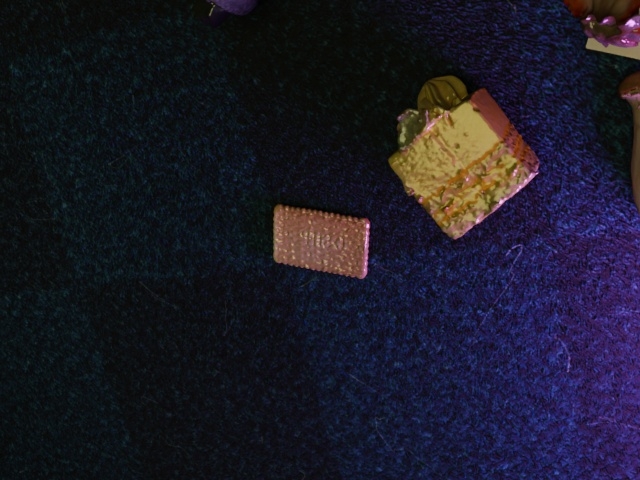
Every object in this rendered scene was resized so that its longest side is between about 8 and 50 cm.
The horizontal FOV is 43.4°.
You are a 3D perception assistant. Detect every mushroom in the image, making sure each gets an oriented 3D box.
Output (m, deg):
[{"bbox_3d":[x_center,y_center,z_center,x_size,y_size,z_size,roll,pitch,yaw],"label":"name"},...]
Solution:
[{"bbox_3d":[0.665,-0.163,1.580,0.128,0.128,0.350,-12,101,26],"label":"mushroom"}]

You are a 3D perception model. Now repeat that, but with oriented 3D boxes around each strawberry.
[{"bbox_3d":[0.581,-0.520,1.454,0.149,0.265,0.336,6,95,-23],"label":"strawberry"}]

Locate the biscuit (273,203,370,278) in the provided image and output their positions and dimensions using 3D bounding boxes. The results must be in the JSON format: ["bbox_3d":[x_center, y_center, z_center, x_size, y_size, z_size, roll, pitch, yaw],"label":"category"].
[{"bbox_3d":[0.000,0.000,1.970,0.249,0.030,0.160,9,112,20],"label":"biscuit"}]

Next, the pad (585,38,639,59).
[{"bbox_3d":[0.596,-0.455,1.564,0.113,0.006,0.188,17,114,19],"label":"pad"}]

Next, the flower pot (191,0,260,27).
[{"bbox_3d":[-0.221,-0.616,1.683,0.282,0.299,0.299,-37,92,26],"label":"flower pot"}]

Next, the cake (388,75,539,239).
[{"bbox_3d":[0.280,-0.193,1.671,0.222,0.227,0.286,-41,93,25],"label":"cake"}]
